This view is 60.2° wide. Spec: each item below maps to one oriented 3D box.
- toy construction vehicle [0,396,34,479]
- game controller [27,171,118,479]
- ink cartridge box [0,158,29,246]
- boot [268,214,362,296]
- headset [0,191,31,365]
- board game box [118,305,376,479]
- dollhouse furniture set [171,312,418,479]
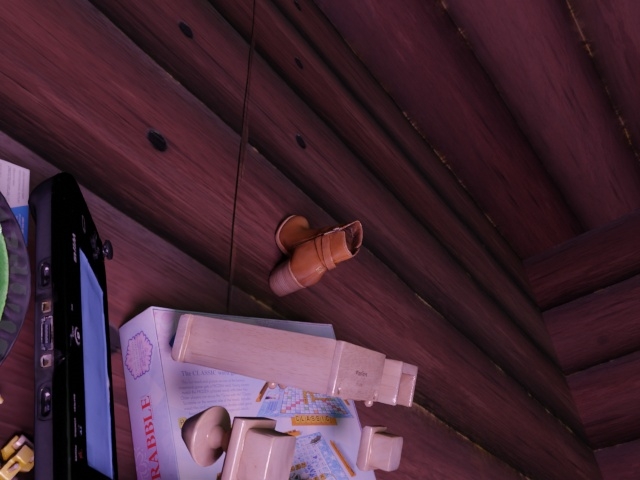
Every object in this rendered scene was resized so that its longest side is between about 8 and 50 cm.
[{"bbox_3d":[-0.254,0.170,0.408,0.086,0.035,0.098,55,26,-13],"label":"toy construction vehicle"},{"bbox_3d":[-0.199,0.104,0.457,0.067,0.166,0.319,-4,62,-21],"label":"game controller"},{"bbox_3d":[-0.323,-0.036,0.474,0.122,0.052,0.089,23,45,-50],"label":"ink cartridge box"},{"bbox_3d":[0.000,0.000,0.905,0.073,0.152,0.197,46,30,-28],"label":"boot"},{"bbox_3d":[-0.327,0.025,0.250,0.394,0.185,0.244,-28,88,-55],"label":"headset"},{"bbox_3d":[-0.059,0.245,0.635,0.318,0.065,0.318,17,49,-51],"label":"board game box"},{"bbox_3d":[-0.060,0.263,0.510,0.303,0.173,0.356,31,68,-58],"label":"dollhouse furniture set"}]
